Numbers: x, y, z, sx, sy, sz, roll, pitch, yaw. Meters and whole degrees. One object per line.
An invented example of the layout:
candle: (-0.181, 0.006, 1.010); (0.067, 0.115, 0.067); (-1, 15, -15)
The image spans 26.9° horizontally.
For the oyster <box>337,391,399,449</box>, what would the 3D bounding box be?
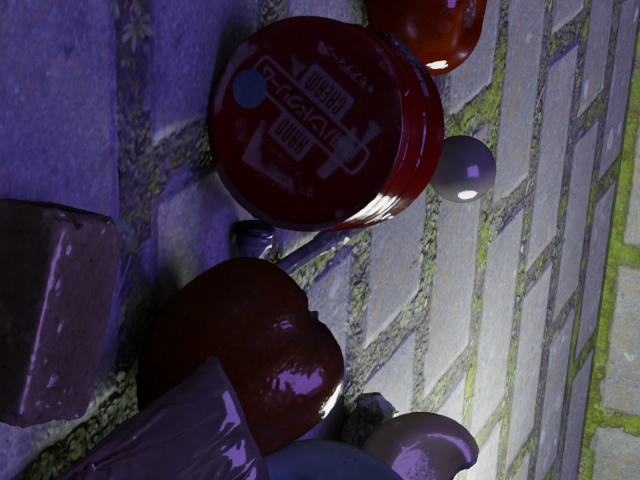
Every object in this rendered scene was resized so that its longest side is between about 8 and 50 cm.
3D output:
oyster: (0.085, 0.349, 1.975); (0.268, 0.112, 0.199); (54, 51, -55)

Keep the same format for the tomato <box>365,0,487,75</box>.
tomato: (0.134, -0.307, 1.700); (0.195, 0.136, 0.195); (15, 90, -69)

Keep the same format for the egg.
egg: (0.214, -0.109, 2.039); (0.135, 0.103, 0.103); (6, 96, -65)

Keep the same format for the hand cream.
hand cream: (0.009, -0.118, 1.397); (0.149, 0.230, 0.230); (2, 100, -67)

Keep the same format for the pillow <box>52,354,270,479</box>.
pillow: (-0.164, 0.249, 1.233); (0.270, 0.067, 0.173); (-37, 117, -13)

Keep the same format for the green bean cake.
green bean cake: (-0.233, 0.058, 1.097); (0.109, 0.085, 0.179); (10, 94, -67)

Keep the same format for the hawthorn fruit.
hawthorn fruit: (-0.101, 0.138, 1.345); (0.251, 0.199, 0.199); (-38, 139, -31)

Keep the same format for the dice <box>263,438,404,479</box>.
dice: (-0.025, 0.388, 1.410); (0.264, 0.263, 0.268); (-16, 144, -28)

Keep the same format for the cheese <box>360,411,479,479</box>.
cheese: (0.094, 0.298, 1.853); (0.248, 0.071, 0.163); (25, 89, -22)

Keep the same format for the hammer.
hammer: (-0.001, 0.000, 1.671); (0.427, 0.044, 0.152); (-34, 134, -59)
